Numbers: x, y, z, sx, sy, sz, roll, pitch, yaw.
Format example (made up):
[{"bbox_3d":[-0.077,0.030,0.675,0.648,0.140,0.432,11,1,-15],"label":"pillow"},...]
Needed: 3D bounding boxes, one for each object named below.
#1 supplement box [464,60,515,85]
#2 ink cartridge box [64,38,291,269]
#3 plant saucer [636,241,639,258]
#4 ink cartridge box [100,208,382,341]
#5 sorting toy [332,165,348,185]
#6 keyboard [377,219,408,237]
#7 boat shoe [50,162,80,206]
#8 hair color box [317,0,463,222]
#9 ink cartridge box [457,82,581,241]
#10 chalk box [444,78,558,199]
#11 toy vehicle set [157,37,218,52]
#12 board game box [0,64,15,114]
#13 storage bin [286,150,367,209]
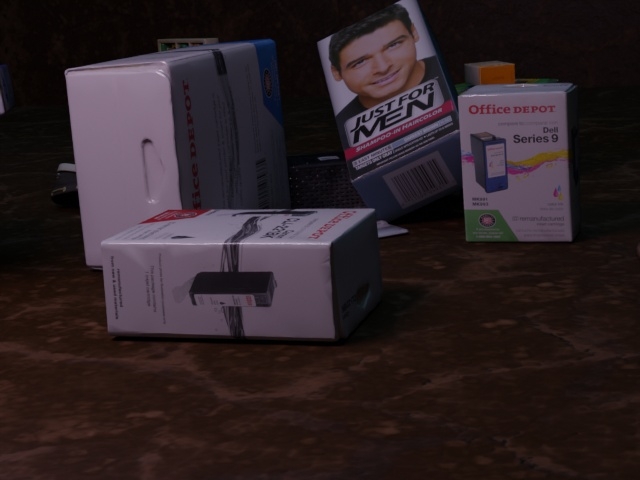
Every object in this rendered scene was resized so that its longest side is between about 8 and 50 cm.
[{"bbox_3d":[0.284,-0.281,2.164,0.062,0.036,0.098,-6,11,-9],"label":"supplement box"},{"bbox_3d":[-0.196,-0.136,1.891,0.166,0.285,0.395,-1,12,20],"label":"ink cartridge box"},{"bbox_3d":[0.543,-0.002,1.634,0.278,0.041,0.278,-4,12,1],"label":"plant saucer"},{"bbox_3d":[-0.083,0.035,1.467,0.273,0.114,0.197,1,12,17],"label":"ink cartridge box"},{"bbox_3d":[0.052,-0.107,2.232,0.075,0.083,0.045,-15,56,-11],"label":"sorting toy"},{"bbox_3d":[0.000,0.000,1.858,0.256,0.014,0.072,-10,18,-24],"label":"keyboard"},{"bbox_3d":[-0.376,-0.084,2.235,0.228,0.068,0.081,8,-19,36],"label":"boat shoe"},{"bbox_3d":[0.121,-0.213,2.032,0.185,0.113,0.374,-25,41,12],"label":"hair color box"},{"bbox_3d":[0.279,-0.109,1.791,0.154,0.212,0.093,1,13,20],"label":"ink cartridge box"},{"bbox_3d":[0.251,-0.171,2.174,0.289,0.179,0.180,-15,16,-42],"label":"chalk box"},{"bbox_3d":[-0.261,-0.280,2.633,0.035,0.266,0.166,-14,14,-40],"label":"toy vehicle set"},{"bbox_3d":[-0.582,-0.178,1.733,0.318,0.065,0.319,-12,10,-10],"label":"board game box"},{"bbox_3d":[0.020,-0.098,2.133,0.180,0.084,0.122,-5,12,-10],"label":"storage bin"}]
